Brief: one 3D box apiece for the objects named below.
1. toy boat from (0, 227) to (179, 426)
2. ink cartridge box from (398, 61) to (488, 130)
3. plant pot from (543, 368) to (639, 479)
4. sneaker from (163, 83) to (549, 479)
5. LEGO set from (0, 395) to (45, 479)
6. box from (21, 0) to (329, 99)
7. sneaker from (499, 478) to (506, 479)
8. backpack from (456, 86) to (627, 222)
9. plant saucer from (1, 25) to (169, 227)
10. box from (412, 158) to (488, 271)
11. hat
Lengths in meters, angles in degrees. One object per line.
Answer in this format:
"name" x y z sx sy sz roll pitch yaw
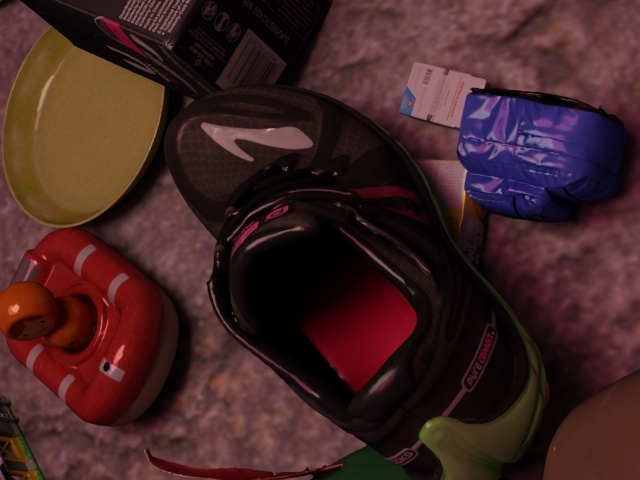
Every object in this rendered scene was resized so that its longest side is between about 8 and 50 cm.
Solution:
"toy boat" -0.246 0.078 1.759 0.231 0.151 0.151 34 102 41
"ink cartridge box" 0.112 -0.122 1.581 0.083 0.028 0.048 20 92 42
"plant pot" 0.279 0.170 1.245 0.229 0.263 0.263 -17 67 57
"sneaker" 0.000 0.000 1.462 0.185 0.202 0.483 -52 45 9
"LEGO set" -0.421 0.294 1.828 0.331 0.192 0.255 -41 55 26
"box" -0.157 -0.239 1.722 0.270 0.165 0.143 26 81 37
"sneaker" 0.144 0.248 1.441 0.191 0.071 0.083 41 113 48
"backpack" 0.182 -0.065 1.464 0.120 0.098 0.101 6 87 30
"plant saucer" -0.234 -0.127 1.877 0.241 0.037 0.241 -13 70 39
"box" 0.085 0.022 1.560 0.105 0.043 0.179 5 79 41
"hat" -0.016 0.222 1.470 0.208 0.183 0.173 137 133 -55
